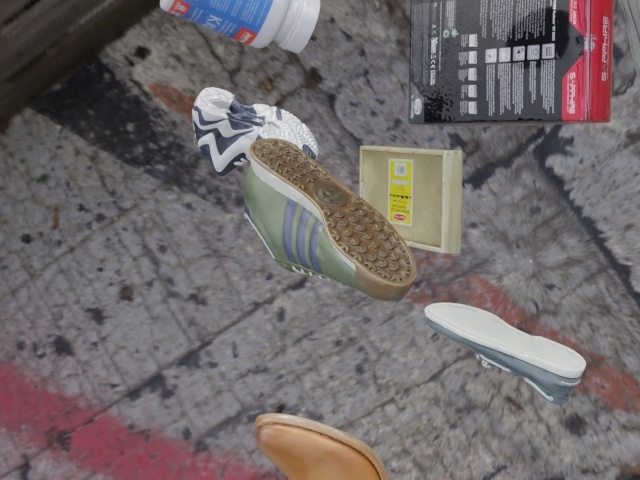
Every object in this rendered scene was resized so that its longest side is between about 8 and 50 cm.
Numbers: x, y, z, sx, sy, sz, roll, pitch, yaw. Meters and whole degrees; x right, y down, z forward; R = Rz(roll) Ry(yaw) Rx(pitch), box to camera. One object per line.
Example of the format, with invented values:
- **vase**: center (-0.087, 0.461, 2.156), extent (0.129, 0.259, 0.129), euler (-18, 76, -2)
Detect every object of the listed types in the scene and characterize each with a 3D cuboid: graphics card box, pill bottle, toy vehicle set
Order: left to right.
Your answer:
- **pill bottle**: center (-0.118, -0.364, 1.381), extent (0.221, 0.124, 0.124), euler (19, 93, -18)
- **toy vehicle set**: center (0.149, -0.077, 1.586), extent (0.035, 0.267, 0.166), euler (-4, 99, -28)
- **graphics card box**: center (0.311, -0.310, 1.554), extent (0.371, 0.094, 0.233), euler (5, 98, 47)

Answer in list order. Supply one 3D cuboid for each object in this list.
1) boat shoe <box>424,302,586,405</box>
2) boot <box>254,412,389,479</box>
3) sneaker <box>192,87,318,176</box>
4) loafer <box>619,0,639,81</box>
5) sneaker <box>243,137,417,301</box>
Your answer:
- **boat shoe**: center (0.334, 0.213, 1.740), extent (0.319, 0.116, 0.099), euler (22, 118, 24)
- **boot**: center (0.006, 0.235, 0.695), extent (0.197, 0.073, 0.152), euler (37, 58, -11)
- **sneaker**: center (-0.128, -0.168, 1.667), extent (0.235, 0.153, 0.094), euler (18, 52, -6)
- **loafer**: center (0.361, -0.206, 0.892), extent (0.112, 0.111, 0.319), euler (-39, 121, 6)
- **sneaker**: center (0.000, 0.000, 0.786), extent (0.192, 0.064, 0.086), euler (44, 136, 25)
